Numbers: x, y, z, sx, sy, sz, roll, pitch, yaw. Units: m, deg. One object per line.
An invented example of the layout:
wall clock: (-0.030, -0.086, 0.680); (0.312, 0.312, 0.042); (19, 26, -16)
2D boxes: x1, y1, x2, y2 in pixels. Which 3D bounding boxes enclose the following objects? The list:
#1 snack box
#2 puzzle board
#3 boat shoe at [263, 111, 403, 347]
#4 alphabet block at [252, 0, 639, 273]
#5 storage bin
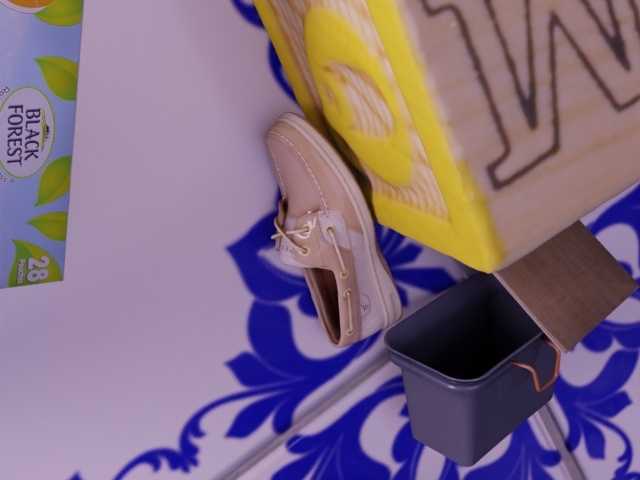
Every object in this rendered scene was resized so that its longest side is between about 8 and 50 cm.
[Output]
snack box: (-0.208, -0.066, 0.425); (0.175, 0.070, 0.207); (-7, 132, -29)
puzzle board: (0.153, 0.008, 0.632); (0.096, 0.011, 0.128); (-31, 75, -34)
boat shoe: (0.000, 0.000, 0.588); (0.059, 0.063, 0.170); (-34, 116, -19)
alphabet block: (0.098, -0.125, 0.530); (0.197, 0.192, 0.193); (-31, 112, -15)
storage bin: (0.122, 0.094, 0.642); (0.135, 0.098, 0.091); (-29, 125, -35)
